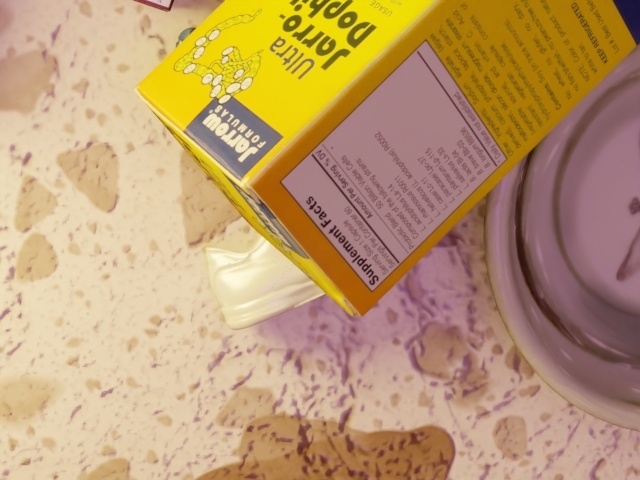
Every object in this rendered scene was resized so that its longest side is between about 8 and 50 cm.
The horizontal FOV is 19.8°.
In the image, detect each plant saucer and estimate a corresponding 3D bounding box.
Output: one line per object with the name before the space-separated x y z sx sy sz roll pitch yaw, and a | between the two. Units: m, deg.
plant saucer | 0.332 -0.024 1.689 0.401 0.100 0.400 -2 102 -11

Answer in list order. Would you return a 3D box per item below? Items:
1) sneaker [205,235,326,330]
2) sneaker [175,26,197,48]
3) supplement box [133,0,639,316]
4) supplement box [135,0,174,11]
sneaker | 0.000 0.000 1.638 0.212 0.080 0.094 -23 94 -6
sneaker | -0.087 -0.127 1.607 0.058 0.052 0.135 -23 113 -16
supplement box | 0.062 -0.151 1.514 0.356 0.195 0.194 -44 133 -5
supplement box | -0.164 -0.229 1.560 0.083 0.055 0.043 18 97 -16
